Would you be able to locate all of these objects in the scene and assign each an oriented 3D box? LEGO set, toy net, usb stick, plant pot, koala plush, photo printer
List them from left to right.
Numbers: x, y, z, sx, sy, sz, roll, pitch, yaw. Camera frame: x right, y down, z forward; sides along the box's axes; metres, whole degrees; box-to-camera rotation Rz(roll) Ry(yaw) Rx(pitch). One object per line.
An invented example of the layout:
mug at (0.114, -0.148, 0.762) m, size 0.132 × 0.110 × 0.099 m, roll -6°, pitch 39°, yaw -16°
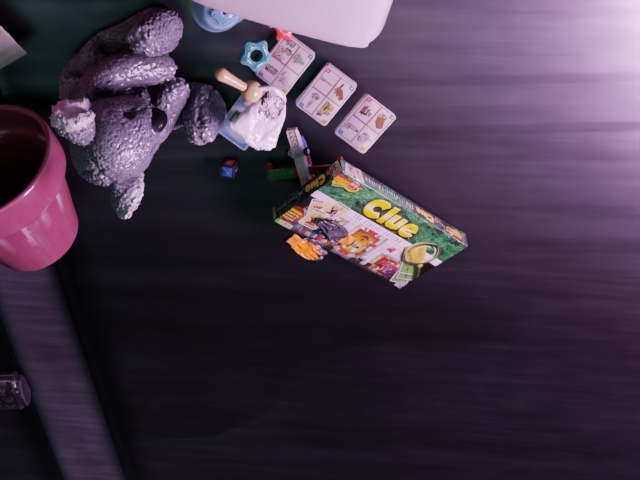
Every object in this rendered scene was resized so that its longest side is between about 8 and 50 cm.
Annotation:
usb stick at (-0.641, 0.261, 1.921) m, size 0.278 × 0.045 × 0.077 m, roll -2°, pitch 123°, yaw 9°
plant pot at (-0.429, -0.056, 1.528) m, size 0.201 × 0.201 × 0.180 m, roll -6°, pitch 145°, yaw 11°
koala plush at (-0.253, -0.145, 1.394) m, size 0.203 × 0.221 × 0.196 m, roll -14°, pitch 129°, yaw 19°
toy net at (-0.082, -0.227, 1.406) m, size 0.122 × 0.045 × 0.232 m, roll -21°, pitch 123°, yaw -11°
LEGO set at (-0.034, -0.148, 1.500) m, size 0.182 × 0.060 × 0.244 m, roll 36°, pitch 126°, yaw -8°
photo printer at (-0.025, -0.346, 1.186) m, size 0.256 × 0.107 × 0.307 m, roll 16°, pitch 157°, yaw -3°

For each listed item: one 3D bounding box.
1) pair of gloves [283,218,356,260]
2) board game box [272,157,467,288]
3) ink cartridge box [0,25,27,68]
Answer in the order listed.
pair of gloves at (0.000, 0.000, 1.541) m, size 0.083 × 0.010 × 0.074 m, roll -29°, pitch 136°, yaw 27°
board game box at (0.073, -0.018, 1.559) m, size 0.260 × 0.030 × 0.136 m, roll 28°, pitch 129°, yaw -35°
ink cartridge box at (-0.509, -0.293, 1.412) m, size 0.181 × 0.056 × 0.224 m, roll -24°, pitch 130°, yaw 25°
